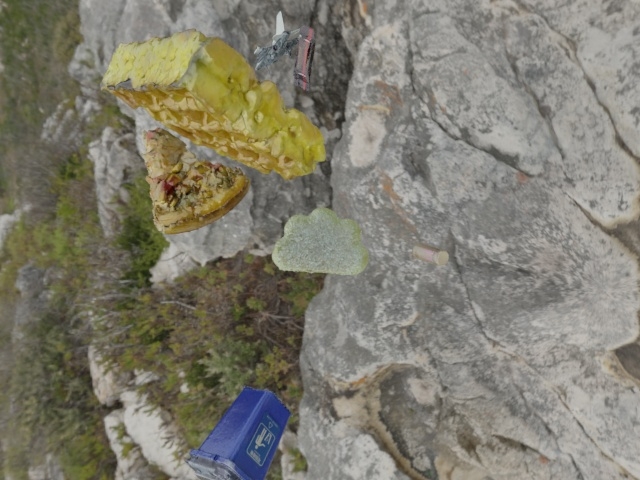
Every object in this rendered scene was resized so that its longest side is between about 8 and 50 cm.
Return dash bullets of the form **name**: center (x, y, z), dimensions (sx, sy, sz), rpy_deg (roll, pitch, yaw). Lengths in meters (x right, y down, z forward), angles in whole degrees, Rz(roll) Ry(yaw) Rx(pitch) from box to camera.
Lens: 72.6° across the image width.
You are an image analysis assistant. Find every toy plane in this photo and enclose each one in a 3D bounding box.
- **toy plane**: center (-0.132, -0.533, 1.242), dimensions (0.082, 0.160, 0.234), rpy_deg (56, 149, 3)

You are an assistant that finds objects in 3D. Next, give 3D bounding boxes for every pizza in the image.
- **pizza**: center (-0.299, -0.158, 1.062), dimensions (0.074, 0.251, 0.288), rpy_deg (-40, 64, 54)

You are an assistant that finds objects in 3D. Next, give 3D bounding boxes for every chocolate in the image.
- **chocolate**: center (-0.046, -0.548, 1.313), dimensions (0.086, 0.028, 0.183), rpy_deg (40, 132, 39)

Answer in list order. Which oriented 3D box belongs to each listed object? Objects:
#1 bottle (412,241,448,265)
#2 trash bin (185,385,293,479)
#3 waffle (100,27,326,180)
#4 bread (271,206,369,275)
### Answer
- **bottle**: center (0.272, 0.035, 1.083), dimensions (0.096, 0.045, 0.045), rpy_deg (25, 99, 63)
- **trash bin**: center (-0.194, 0.496, 1.081), dimensions (0.183, 0.163, 0.235), rpy_deg (-10, 35, 39)
- **waffle**: center (-0.082, -0.117, 0.436), dimensions (0.160, 0.210, 0.055), rpy_deg (17, 83, 42)
- **bread**: center (0.000, 0.000, 1.284), dimensions (0.286, 0.056, 0.208), rpy_deg (1, 77, 0)
